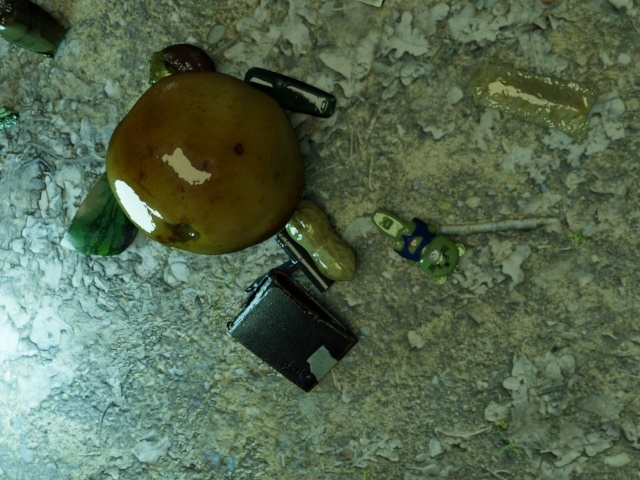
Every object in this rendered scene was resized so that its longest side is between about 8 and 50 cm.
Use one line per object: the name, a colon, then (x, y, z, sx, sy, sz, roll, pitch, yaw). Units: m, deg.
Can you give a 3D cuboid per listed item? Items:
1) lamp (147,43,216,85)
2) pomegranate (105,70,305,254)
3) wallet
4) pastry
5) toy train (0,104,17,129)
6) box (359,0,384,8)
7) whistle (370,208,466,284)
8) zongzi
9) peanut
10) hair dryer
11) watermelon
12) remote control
lamp: (-0.318, -0.367, 1.654, 0.157, 0.135, 0.156, -13, 97, 16)
pomegranate: (-0.234, -0.165, 1.547, 0.417, 0.416, 0.416, 3, 101, 17)
wallet: (-0.071, 0.217, 1.703, 0.262, 0.071, 0.221, 39, 120, -1)
pastry: (0.427, -0.294, 1.469, 0.258, 0.089, 0.121, 23, 93, 9)
toy train: (-0.817, -0.316, 1.871, 0.083, 0.033, 0.053, -21, 90, 19)
box: (0.118, -0.542, 1.548, 0.054, 0.024, 0.083, 23, 107, 14)
whistle: (0.211, 0.003, 1.586, 0.227, 0.085, 0.105, 34, 104, 9)
zongzi: (-0.748, -0.544, 1.713, 0.242, 0.221, 0.112, 34, 93, 11)
peanut: (0.000, 0.000, 1.641, 0.229, 0.103, 0.098, 50, 121, 6)
hair dryer: (-0.086, 0.092, 1.719, 0.195, 0.050, 0.173, -43, 85, 23)
watermelon: (-0.518, -0.054, 1.800, 0.146, 0.128, 0.231, 33, 106, -10)
remote control: (-0.072, -0.329, 1.634, 0.222, 0.042, 0.072, 20, 103, 12)
